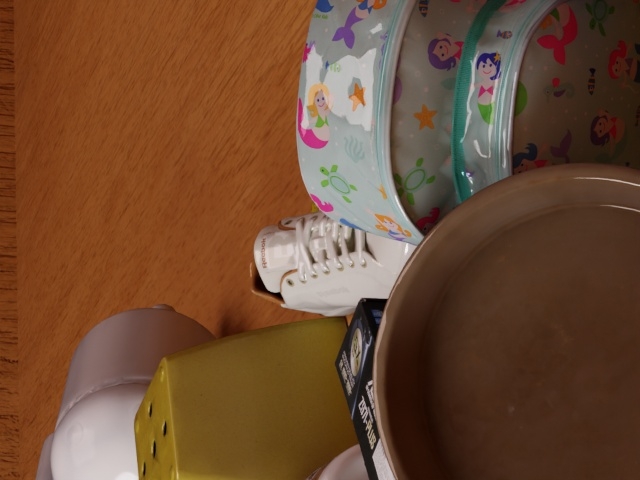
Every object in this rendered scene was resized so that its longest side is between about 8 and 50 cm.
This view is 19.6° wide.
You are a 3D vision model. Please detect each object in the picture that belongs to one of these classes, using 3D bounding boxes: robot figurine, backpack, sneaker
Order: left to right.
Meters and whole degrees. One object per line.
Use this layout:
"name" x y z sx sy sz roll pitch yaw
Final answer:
"robot figurine" -0.202 0.212 2.143 0.300 0.200 0.353 -32 22 16
"sneaker" 0.010 0.018 1.755 0.290 0.123 0.106 142 130 -64
"backpack" 0.111 -0.098 1.290 0.191 0.253 0.225 16 102 50

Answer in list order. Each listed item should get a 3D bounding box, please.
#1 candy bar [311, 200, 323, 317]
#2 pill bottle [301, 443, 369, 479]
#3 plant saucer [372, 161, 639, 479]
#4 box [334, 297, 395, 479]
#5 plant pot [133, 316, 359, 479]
"candy bar" 0.000 0.000 1.939 0.040 0.018 0.161 174 98 -74
"pill bottle" 0.023 0.266 1.658 0.229 0.131 0.131 135 135 -62
"plant saucer" 0.168 0.090 1.168 0.041 0.278 0.278 5 -92 -68
"box" 0.106 0.134 1.417 0.180 0.147 0.077 -106 27 -45
"plant pot" -0.080 0.214 1.878 0.212 0.187 0.212 119 148 -52
